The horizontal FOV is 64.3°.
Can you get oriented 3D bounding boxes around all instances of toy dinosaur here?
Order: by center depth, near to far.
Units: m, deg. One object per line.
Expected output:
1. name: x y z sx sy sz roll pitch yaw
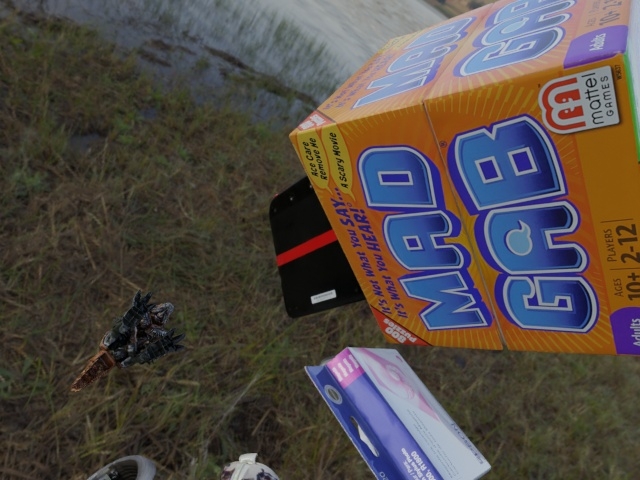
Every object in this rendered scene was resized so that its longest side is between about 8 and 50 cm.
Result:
1. toy dinosaur: -0.451 0.250 1.224 0.164 0.218 0.322 41 38 -25

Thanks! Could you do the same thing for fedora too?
1. fedora: -0.396 0.532 0.938 0.124 0.244 0.275 62 -2 -11

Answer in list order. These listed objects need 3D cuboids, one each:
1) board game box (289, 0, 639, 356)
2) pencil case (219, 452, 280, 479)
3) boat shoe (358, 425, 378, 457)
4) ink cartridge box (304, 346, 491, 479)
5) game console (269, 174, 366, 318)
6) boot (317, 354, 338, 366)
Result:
1. board game box: 0.248 -0.102 0.700 0.356 0.356 0.356 -53 126 -42
2. pencil case: -0.221 0.656 1.064 0.160 0.183 0.410 5 27 19
3. boat shoe: 0.164 0.503 1.329 0.108 0.102 0.301 63 6 -20
4. ink cartridge box: 0.161 0.352 1.002 0.324 0.071 0.330 51 16 30
5. game console: 0.000 0.000 1.256 0.060 0.386 0.342 -5 78 -35
6. boot: 0.106 0.355 1.230 0.247 0.083 0.161 10 11 2
